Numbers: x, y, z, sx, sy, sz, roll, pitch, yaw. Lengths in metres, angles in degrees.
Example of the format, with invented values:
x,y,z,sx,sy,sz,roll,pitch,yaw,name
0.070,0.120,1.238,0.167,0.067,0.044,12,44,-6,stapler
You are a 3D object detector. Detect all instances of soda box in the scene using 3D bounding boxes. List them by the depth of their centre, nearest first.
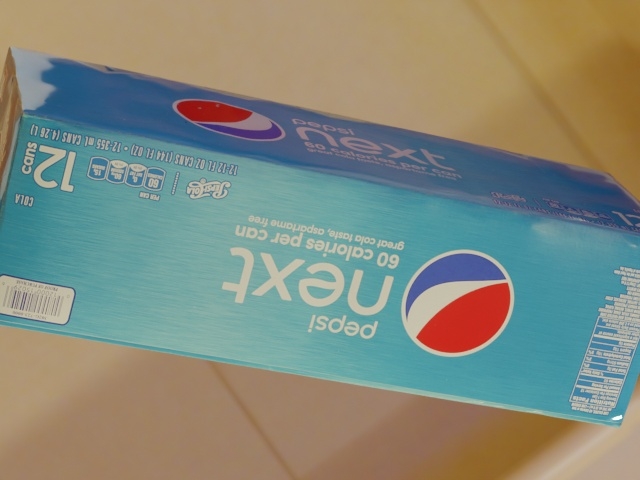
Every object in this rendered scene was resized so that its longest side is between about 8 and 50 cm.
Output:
x,y,z,sx,sy,sz,roll,pitch,yaw,name
0.000,0.000,0.591,0.071,0.210,0.067,-119,-137,-65,soda box
